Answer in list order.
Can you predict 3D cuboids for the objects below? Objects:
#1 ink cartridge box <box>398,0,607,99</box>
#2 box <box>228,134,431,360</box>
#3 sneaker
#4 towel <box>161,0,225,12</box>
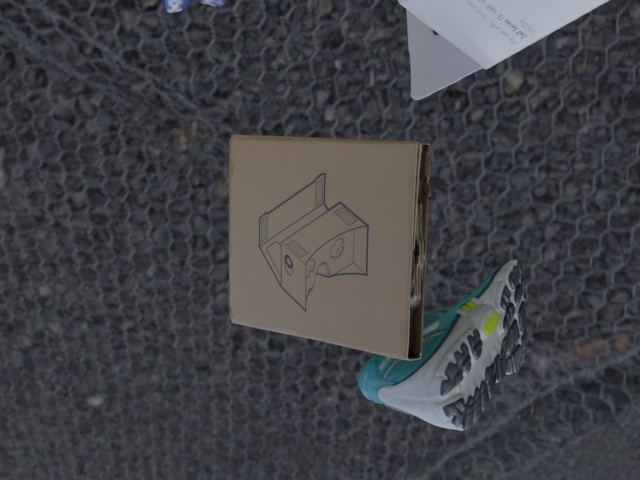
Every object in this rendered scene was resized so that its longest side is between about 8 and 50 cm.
[{"bbox_3d":[0.170,-0.283,0.748,0.353,0.207,0.119,-27,140,37],"label":"ink cartridge box"},{"bbox_3d":[0.000,0.000,0.757,0.201,0.021,0.164,8,99,42],"label":"box"},{"bbox_3d":[0.133,0.088,0.932,0.110,0.275,0.107,3,108,32],"label":"sneaker"},{"bbox_3d":[-0.097,-0.294,0.389,0.040,0.336,0.243,-16,155,-12],"label":"towel"}]
